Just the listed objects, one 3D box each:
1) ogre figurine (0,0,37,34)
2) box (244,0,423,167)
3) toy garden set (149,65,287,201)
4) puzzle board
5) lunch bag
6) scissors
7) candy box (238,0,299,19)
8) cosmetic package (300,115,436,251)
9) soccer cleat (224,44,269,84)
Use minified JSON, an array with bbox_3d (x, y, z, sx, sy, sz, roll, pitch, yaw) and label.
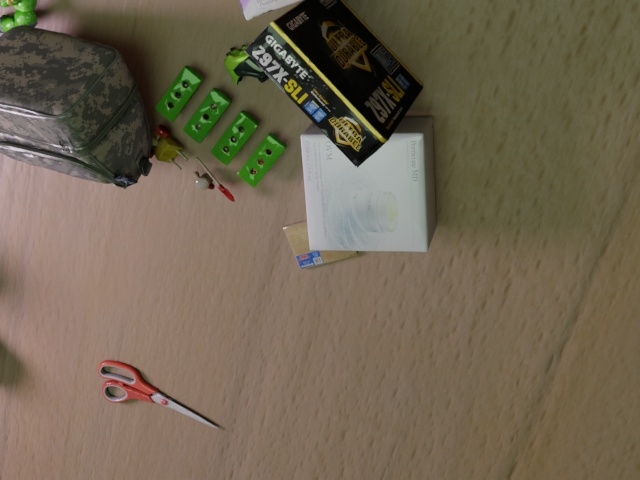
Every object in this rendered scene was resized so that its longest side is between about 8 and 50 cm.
[{"bbox_3d":[-0.587,-0.480,1.867,0.118,0.097,0.197,23,103,25],"label":"ogre figurine"},{"bbox_3d":[0.035,-0.284,1.641,0.079,0.322,0.257,-39,98,28],"label":"box"},{"bbox_3d":[-0.215,-0.190,1.911,0.244,0.049,0.204,39,116,-4],"label":"toy garden set"},{"bbox_3d":[0.000,0.000,1.951,0.128,0.011,0.096,-15,109,22],"label":"puzzle board"},{"bbox_3d":[-0.482,-0.233,1.855,0.305,0.213,0.256,14,149,24],"label":"lunch bag"},{"bbox_3d":[-0.365,0.345,2.200,0.297,0.021,0.109,14,114,11],"label":"scissors"},{"bbox_3d":[-0.042,-0.457,1.655,0.164,0.196,0.070,-14,116,20],"label":"candy box"},{"bbox_3d":[0.093,-0.104,1.802,0.224,0.138,0.224,0,111,12],"label":"cosmetic package"},{"bbox_3d":[-0.093,-0.335,1.809,0.178,0.060,0.072,-9,120,26],"label":"soccer cleat"}]
